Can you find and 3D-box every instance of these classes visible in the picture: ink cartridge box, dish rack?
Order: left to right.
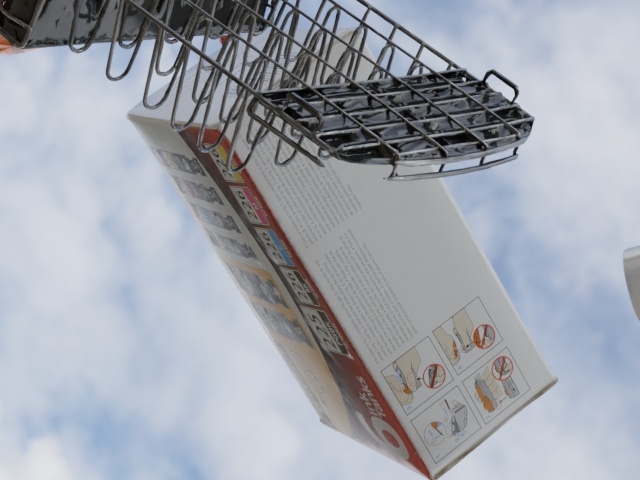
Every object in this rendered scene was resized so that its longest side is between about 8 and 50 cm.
[{"bbox_3d":[-0.023,-0.098,0.959,0.271,0.208,0.074,37,-59,29],"label":"dish rack"},{"bbox_3d":[0.000,0.000,1.318,0.309,0.130,0.272,59,-16,-18],"label":"ink cartridge box"}]

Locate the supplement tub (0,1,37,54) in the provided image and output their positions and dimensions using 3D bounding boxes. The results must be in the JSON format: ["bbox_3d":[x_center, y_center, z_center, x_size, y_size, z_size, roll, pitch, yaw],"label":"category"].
[{"bbox_3d":[-0.212,-0.299,1.065,0.207,0.207,0.338,-8,-112,50],"label":"supplement tub"}]

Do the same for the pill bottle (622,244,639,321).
[{"bbox_3d":[0.318,0.023,1.390,0.137,0.078,0.078,-14,-80,19],"label":"pill bottle"}]
